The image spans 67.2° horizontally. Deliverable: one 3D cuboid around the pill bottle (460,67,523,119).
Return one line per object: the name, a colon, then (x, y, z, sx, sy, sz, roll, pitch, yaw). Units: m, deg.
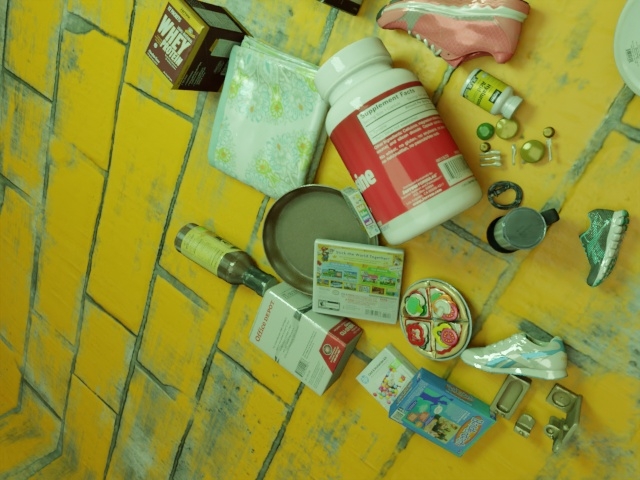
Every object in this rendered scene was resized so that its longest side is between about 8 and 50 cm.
pill bottle: (0.356, -0.300, 0.997, 0.116, 0.065, 0.065, 38, 119, 17)

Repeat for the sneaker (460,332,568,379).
sneaker: (0.434, 0.255, 1.094, 0.229, 0.087, 0.092, -3, 85, 31)

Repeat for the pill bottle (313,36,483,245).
pill bottle: (0.155, -0.213, 1.044, 0.229, 0.229, 0.407, -31, 86, 33)

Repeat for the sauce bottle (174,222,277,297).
sauce bottle: (-0.285, 0.063, 1.455, 0.344, 0.111, 0.111, 29, 116, 20)

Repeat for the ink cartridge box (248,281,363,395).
ink cartridge box: (-0.047, 0.267, 1.361, 0.273, 0.114, 0.197, 33, 118, 19)

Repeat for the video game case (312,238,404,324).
video game case: (0.093, 0.106, 1.239, 0.227, 0.026, 0.206, 7, 112, 13)

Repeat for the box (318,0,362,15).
box: (0.003, -0.629, 1.061, 0.203, 0.167, 0.168, 36, 118, 18)

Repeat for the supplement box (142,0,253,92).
supplement box: (-0.322, -0.510, 1.273, 0.129, 0.194, 0.191, 49, 121, 12)

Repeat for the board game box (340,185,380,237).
board game box: (0.089, -0.069, 1.103, 0.026, 0.154, 0.103, -28, 101, 1)

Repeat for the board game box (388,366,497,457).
board game box: (0.300, 0.429, 1.199, 0.210, 0.047, 0.160, 30, 117, 1)

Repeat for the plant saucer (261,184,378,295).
plant saucer: (0.000, 0.000, 1.262, 0.311, 0.050, 0.310, 5, 111, 14)

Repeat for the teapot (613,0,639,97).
teapot: (0.626, -0.334, 0.764, 0.252, 0.187, 0.256, 51, 151, 32)

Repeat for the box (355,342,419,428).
box: (0.206, 0.388, 1.286, 0.186, 0.038, 0.145, 45, 120, 15)

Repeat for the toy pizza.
toy pizza: (0.270, 0.193, 1.168, 0.201, 0.032, 0.201, 5, 97, 45)

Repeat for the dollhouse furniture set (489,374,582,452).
dollhouse furniture set: (0.470, 0.387, 1.075, 0.151, 0.123, 0.144, 29, 116, 22)

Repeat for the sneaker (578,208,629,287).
sneaker: (0.558, 0.011, 0.970, 0.076, 0.065, 0.166, 24, 112, 42)

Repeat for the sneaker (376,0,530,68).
sneaker: (0.255, -0.428, 0.995, 0.314, 0.116, 0.136, 14, 111, 27)

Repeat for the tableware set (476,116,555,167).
tableware set: (0.409, -0.210, 1.016, 0.154, 0.024, 0.104, -2, 99, 33)

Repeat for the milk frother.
milk frother: (0.396, -0.055, 0.995, 0.129, 0.135, 0.143, -41, 82, 1)

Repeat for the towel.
towel: (-0.133, -0.309, 1.276, 0.320, 0.090, 0.374, 29, 116, 22)
